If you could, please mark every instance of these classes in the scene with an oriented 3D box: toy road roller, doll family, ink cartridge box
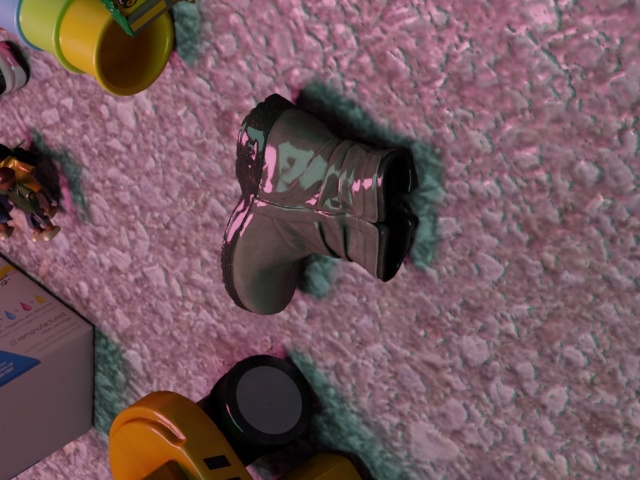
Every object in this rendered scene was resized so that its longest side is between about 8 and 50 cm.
[{"bbox_3d":[-0.091,0.296,1.805,0.329,0.240,0.202,55,144,4],"label":"toy road roller"},{"bbox_3d":[-0.348,-0.063,1.984,0.193,0.076,0.111,-1,134,44],"label":"doll family"},{"bbox_3d":[-0.396,0.135,2.102,0.232,0.171,0.168,34,137,29],"label":"ink cartridge box"}]

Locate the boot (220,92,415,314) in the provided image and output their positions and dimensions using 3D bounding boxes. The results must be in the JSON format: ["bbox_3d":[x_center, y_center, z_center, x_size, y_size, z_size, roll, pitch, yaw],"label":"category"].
[{"bbox_3d":[0.000,0.000,1.630,0.161,0.083,0.246,30,137,25],"label":"boot"}]

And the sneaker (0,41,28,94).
[{"bbox_3d":[-0.385,-0.160,1.958,0.178,0.077,0.072,-28,92,54],"label":"sneaker"}]

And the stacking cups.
[{"bbox_3d":[-0.274,-0.237,1.775,0.316,0.096,0.096,30,136,38],"label":"stacking cups"}]

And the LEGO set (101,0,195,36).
[{"bbox_3d":[-0.180,-0.354,1.543,0.331,0.192,0.255,48,173,31],"label":"LEGO set"}]
